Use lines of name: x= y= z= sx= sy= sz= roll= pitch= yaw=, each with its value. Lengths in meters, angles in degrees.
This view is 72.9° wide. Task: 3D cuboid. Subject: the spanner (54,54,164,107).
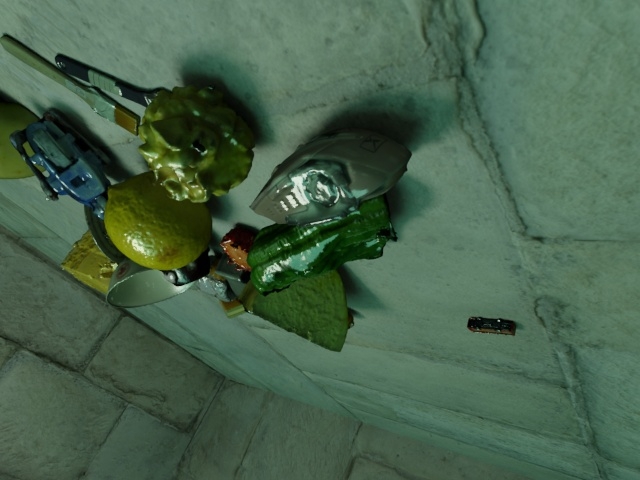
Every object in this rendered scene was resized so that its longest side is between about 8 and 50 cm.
spanner: x=-0.428 y=-0.326 z=0.915 sx=0.316 sy=0.024 sz=0.087 roll=25 pitch=150 yaw=6

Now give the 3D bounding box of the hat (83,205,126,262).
hat: x=-0.662 y=-0.058 z=1.442 sx=0.110 sy=0.252 sz=0.252 roll=-19 pitch=143 yaw=-1

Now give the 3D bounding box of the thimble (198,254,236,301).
thimble: x=-0.344 y=0.132 z=1.488 sx=0.118 sy=0.127 sz=0.151 roll=17 pitch=145 yaw=15

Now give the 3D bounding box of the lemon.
lemon: x=-0.417 y=-0.050 z=1.129 sx=0.268 sy=0.267 sz=0.267 roll=21 pitch=151 yaw=12

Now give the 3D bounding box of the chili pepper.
chili pepper: x=0.000 y=-0.010 z=0.928 sx=0.385 sy=0.213 sz=0.167 roll=-23 pitch=82 yaw=32

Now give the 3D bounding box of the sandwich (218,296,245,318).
sandwich: x=-0.341 y=0.199 z=1.718 sx=0.187 sy=0.144 sz=0.117 roll=58 pitch=159 yaw=21

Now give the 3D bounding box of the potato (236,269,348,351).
potato: x=-0.077 y=0.143 z=1.247 sx=0.330 sy=0.212 sz=0.280 roll=33 pitch=171 yaw=-31

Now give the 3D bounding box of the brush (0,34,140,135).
brush: x=-0.567 y=-0.352 z=0.987 sx=0.337 sy=0.020 sz=0.085 roll=32 pitch=151 yaw=-10

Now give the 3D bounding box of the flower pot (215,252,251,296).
flower pot: x=-0.233 y=0.125 z=1.409 sx=0.108 sy=0.103 sz=0.229 roll=14 pitch=151 yaw=28

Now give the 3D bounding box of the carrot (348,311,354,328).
carrot: x=0.010 y=0.234 z=1.424 sx=0.225 sy=0.067 sz=0.067 roll=17 pitch=150 yaw=21

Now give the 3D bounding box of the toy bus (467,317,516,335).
toy bus: x=0.424 y=0.215 z=1.077 sx=0.110 sy=0.031 sz=0.043 roll=-4 pitch=146 yaw=43

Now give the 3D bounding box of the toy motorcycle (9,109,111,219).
toy motorcycle: x=-0.672 y=-0.205 z=1.212 sx=0.182 sy=0.241 sz=0.319 roll=-23 pitch=130 yaw=4

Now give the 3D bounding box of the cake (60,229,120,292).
cake: x=-0.824 y=0.097 z=1.743 sx=0.286 sy=0.222 sz=0.227 roll=13 pitch=151 yaw=24

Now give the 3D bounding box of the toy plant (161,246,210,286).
toy plant: x=-0.447 y=0.019 z=1.360 sx=0.218 sy=0.175 sz=0.235 roll=-17 pitch=96 yaw=42

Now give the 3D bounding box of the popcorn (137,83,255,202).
popcorn: x=-0.230 y=-0.178 z=0.812 sx=0.218 sy=0.189 sz=0.169 roll=40 pitch=152 yaw=-20

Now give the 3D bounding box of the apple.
apple: x=-0.972 y=-0.336 z=1.288 sx=0.360 sy=0.312 sz=0.319 roll=-22 pitch=80 yaw=53

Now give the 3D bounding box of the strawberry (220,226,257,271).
strawberry: x=-0.219 y=0.024 z=1.246 sx=0.145 sy=0.086 sz=0.145 roll=19 pitch=149 yaw=12

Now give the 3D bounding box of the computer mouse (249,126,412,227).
computer mouse: x=-0.016 y=-0.117 z=0.759 sx=0.389 sy=0.199 sz=0.114 roll=-6 pitch=117 yaw=45

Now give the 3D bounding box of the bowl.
bowl: x=-0.627 y=0.107 z=1.597 sx=0.157 sy=0.338 sz=0.337 roll=64 pitch=159 yaw=20
